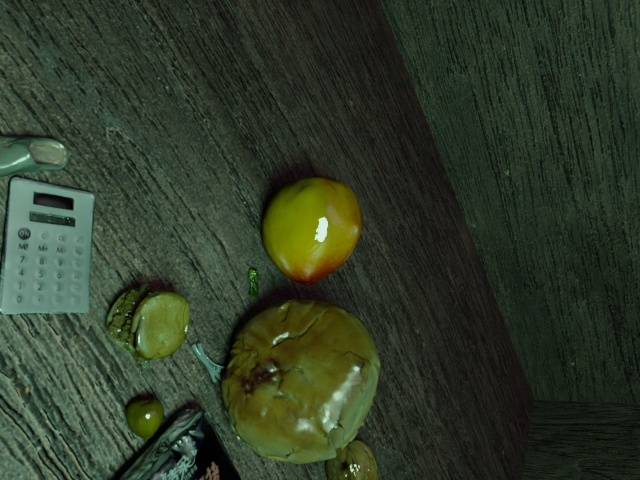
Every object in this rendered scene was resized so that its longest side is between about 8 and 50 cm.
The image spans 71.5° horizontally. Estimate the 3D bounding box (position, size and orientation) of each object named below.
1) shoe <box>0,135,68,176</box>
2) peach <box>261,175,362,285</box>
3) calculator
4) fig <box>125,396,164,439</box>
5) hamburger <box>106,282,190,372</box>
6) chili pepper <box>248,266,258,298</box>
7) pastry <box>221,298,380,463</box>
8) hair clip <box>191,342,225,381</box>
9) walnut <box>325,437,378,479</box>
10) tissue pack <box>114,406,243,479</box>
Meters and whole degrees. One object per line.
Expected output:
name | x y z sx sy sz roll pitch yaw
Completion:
shoe | -0.560 -0.163 0.825 0.195 0.078 0.079 -18 95 -56
peach | -0.028 -0.033 1.298 0.289 0.289 0.307 -11 106 -52
calculator | -0.524 0.012 0.864 0.161 0.021 0.261 10 72 -50
fig | -0.363 0.371 0.925 0.074 0.074 0.087 -16 108 -52
hamburger | -0.363 0.184 0.938 0.159 0.131 0.184 19 72 -57
chili pepper | -0.188 0.121 1.250 0.030 0.034 0.091 3 76 -17
pastry | -0.043 0.340 1.113 0.245 0.410 0.409 72 27 -57
hair clip | -0.274 0.293 1.093 0.115 0.030 0.039 62 21 -22
walnut | 0.096 0.696 1.344 0.155 0.156 0.184 -6 84 -52
tissue pack | -0.275 0.557 0.946 0.245 0.123 0.332 -45 118 -53
